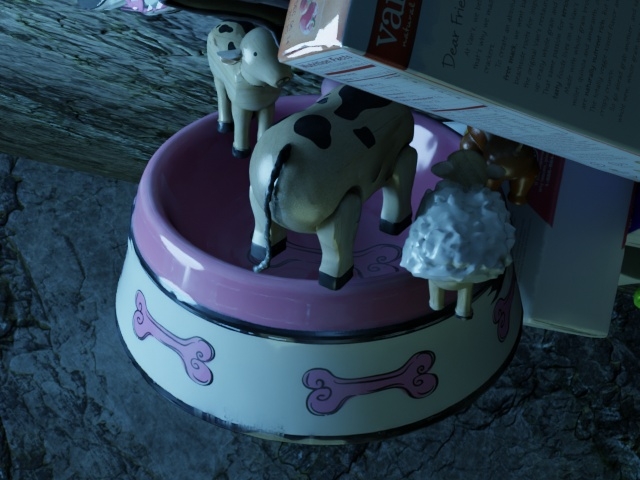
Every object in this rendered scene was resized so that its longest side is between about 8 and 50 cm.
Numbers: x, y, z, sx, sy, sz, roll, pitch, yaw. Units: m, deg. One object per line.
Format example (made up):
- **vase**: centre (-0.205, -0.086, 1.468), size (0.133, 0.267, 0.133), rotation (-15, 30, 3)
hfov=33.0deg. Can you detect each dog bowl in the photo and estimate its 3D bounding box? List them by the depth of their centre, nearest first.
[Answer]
- **dog bowl**: centre (0.000, 0.000, 1.049), size (0.408, 0.150, 0.408), rotation (1, -145, -1)

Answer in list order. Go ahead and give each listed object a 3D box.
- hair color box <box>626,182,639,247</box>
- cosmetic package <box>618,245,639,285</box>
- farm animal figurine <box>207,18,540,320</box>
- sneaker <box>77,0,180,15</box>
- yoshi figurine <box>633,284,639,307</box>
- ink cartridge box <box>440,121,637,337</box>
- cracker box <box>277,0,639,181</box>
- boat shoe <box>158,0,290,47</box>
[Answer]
- **hair color box**: centre (0.432, -0.044, 1.116), size (0.185, 0.110, 0.339), rotation (10, 174, 4)
- **cosmetic package**: centre (0.289, -0.009, 1.490), size (0.225, 0.138, 0.224), rotation (-14, 160, 40)
- **farm animal figurine**: centre (0.023, -0.106, 0.923), size (0.331, 0.172, 0.326), rotation (11, -143, 13)
- **sneaker**: centre (-0.118, -0.208, 0.837), size (0.077, 0.071, 0.178), rotation (0, -168, -36)
- **yoshi figurine**: centre (0.545, 0.085, 1.490), size (0.203, 0.203, 0.362), rotation (-25, 173, 17)
- **ink cartridge box**: centre (0.204, -0.021, 1.264), size (0.131, 0.226, 0.306), rotation (13, 178, -31)
- **cracker box**: centre (0.107, -0.129, 0.519), size (0.232, 0.155, 0.067), rotation (15, 176, -29)
- **boat shoe**: centre (0.003, -0.165, 0.771), size (0.285, 0.092, 0.103), rotation (15, 175, -38)
